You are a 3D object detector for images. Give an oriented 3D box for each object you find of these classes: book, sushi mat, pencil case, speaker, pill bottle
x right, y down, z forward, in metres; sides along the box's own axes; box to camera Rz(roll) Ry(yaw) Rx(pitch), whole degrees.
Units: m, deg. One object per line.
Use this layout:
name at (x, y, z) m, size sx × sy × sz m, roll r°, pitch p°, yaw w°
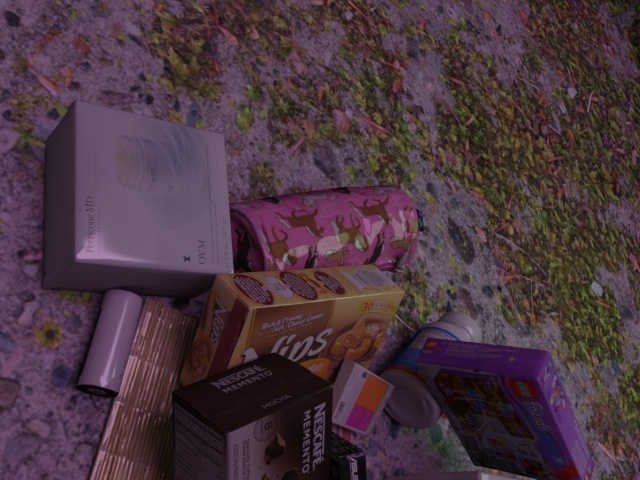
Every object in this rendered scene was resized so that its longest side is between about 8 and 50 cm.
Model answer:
book at (0.059, 0.253, 1.056) m, size 0.144 × 0.035 × 0.096 m, roll 42°, pitch 69°, yaw -53°
sushi mat at (-0.217, 0.244, 0.918) m, size 0.151 × 0.019 × 0.317 m, roll 27°, pitch 56°, yaw -27°
pencil case at (0.000, 0.000, 1.112) m, size 0.386 × 0.167 × 0.160 m, roll -9°, pitch 111°, yaw -41°
speaker at (-0.279, 0.135, 0.889) m, size 0.055 × 0.055 × 0.136 m, roll 25°, pitch 58°, yaw -29°
pill bottle at (0.206, 0.225, 1.205) m, size 0.221 × 0.124 × 0.124 m, roll -38°, pitch 97°, yaw -43°

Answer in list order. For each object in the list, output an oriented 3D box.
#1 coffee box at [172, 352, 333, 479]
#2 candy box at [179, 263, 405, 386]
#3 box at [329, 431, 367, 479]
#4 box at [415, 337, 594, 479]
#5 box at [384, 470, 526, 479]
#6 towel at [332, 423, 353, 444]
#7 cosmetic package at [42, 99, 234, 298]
coffee box at (-0.084, 0.316, 0.840) m, size 0.168 × 0.118 × 0.298 m, roll -12°, pitch 111°, yaw -43°
candy box at (-0.032, 0.137, 0.985) m, size 0.316 × 0.183 × 0.087 m, roll -1°, pitch 31°, yaw -44°
box at (0.018, 0.365, 0.922) m, size 0.045 × 0.190 × 0.184 m, roll -2°, pitch 86°, yaw -18°
box at (0.298, 0.278, 1.063) m, size 0.057 × 0.200 × 0.293 m, roll -55°, pitch 129°, yaw -34°
box at (0.298, 0.495, 1.102) m, size 0.345 × 0.215 × 0.169 m, roll 22°, pitch 59°, yaw -31°
towel at (-0.029, 0.303, 1.045) m, size 0.197 × 0.029 × 0.144 m, roll 16°, pitch 65°, yaw -34°
cosmetic package at (-0.255, -0.047, 0.932) m, size 0.224 × 0.138 × 0.224 m, roll 7°, pitch 67°, yaw -36°
